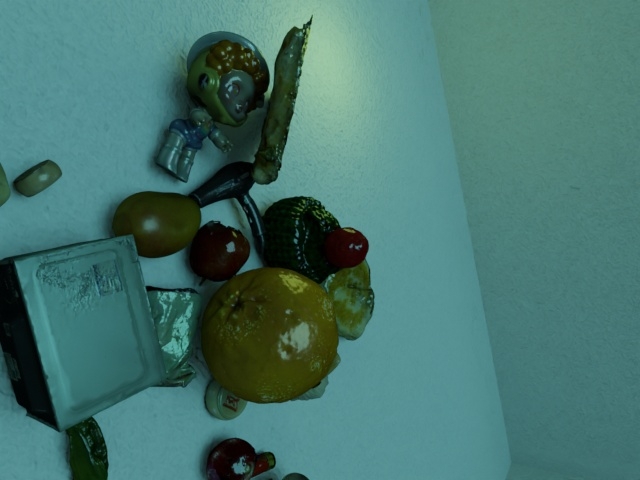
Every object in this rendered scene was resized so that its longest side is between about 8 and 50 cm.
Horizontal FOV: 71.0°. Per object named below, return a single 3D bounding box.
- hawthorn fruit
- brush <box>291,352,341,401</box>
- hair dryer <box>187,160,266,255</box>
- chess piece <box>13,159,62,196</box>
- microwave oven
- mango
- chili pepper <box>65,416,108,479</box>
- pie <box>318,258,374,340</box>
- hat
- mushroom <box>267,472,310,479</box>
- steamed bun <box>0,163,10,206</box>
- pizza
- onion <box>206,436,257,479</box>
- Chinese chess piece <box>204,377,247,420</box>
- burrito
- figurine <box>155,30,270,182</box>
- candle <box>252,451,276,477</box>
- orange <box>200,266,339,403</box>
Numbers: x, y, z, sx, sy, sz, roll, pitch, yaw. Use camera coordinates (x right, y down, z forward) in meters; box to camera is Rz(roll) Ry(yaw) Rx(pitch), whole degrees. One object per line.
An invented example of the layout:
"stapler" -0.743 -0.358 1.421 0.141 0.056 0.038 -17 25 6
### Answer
"hawthorn fruit" -0.261 0.040 1.133 0.148 0.148 0.171 36 75 -44
"brush" -0.040 0.362 1.276 0.166 0.267 0.174 42 45 -39
"hair dryer" -0.214 -0.069 1.216 0.235 0.091 0.271 -41 109 -45
"chess piece" -0.532 -0.118 0.845 0.038 0.084 0.083 59 45 -30
"microwave oven" -0.453 0.155 0.839 0.238 0.181 0.294 -19 101 -49
"mango" -0.363 -0.037 1.024 0.221 0.121 0.151 -6 91 -58
"chili pepper" -0.459 0.447 0.894 0.072 0.073 0.203 -19 103 -65
"pie" 0.101 0.189 1.626 0.339 0.077 0.338 0 90 -52
"hat" 0.000 0.000 1.309 0.242 0.333 0.274 -49 126 -40
"mushroom" -0.110 0.757 1.207 0.184 0.254 0.255 36 45 9
"steamed bun" -0.616 -0.127 0.725 0.213 0.111 0.231 24 71 -49
"pizza" -0.119 -0.322 1.202 0.080 0.435 0.391 13 79 -8
"onion" -0.225 0.566 1.137 0.131 0.131 0.131 8 80 -51
"Chinese chess piece" -0.244 0.409 1.180 0.122 0.051 0.121 9 79 -51
"burrito" -0.353 0.222 1.038 0.144 0.089 0.228 10 77 -37
"figurine" -0.292 -0.338 1.104 0.381 0.205 0.224 -55 153 -22
"candle" -0.184 0.622 1.234 0.131 0.052 0.051 8 80 -50
"orange" -0.129 0.222 1.103 0.293 0.341 0.340 58 44 -49
